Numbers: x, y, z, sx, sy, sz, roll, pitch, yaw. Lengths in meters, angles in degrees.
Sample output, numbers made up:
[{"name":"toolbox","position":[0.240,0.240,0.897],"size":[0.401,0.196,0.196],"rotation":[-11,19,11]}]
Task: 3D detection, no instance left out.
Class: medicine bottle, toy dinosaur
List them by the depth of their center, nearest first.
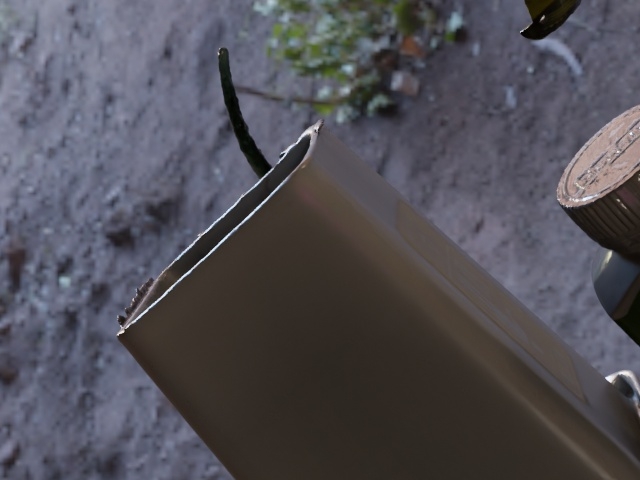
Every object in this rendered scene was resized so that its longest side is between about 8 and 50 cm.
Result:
[{"name":"medicine bottle","position":[0.234,0.011,0.818],"size":[0.132,0.188,0.088],"rotation":[-41,18,20]},{"name":"toy dinosaur","position":[-0.040,0.001,1.220],"size":[0.129,0.383,0.076],"rotation":[-6,46,39]}]

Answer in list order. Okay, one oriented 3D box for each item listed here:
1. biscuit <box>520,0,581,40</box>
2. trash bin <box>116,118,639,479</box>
[{"name":"biscuit","position":[0.096,-0.230,0.663],"size":[0.026,0.048,0.292],"rotation":[17,137,38]},{"name":"trash bin","position":[0.041,0.129,0.947],"size":[0.296,0.367,0.256],"rotation":[-42,8,13]}]
